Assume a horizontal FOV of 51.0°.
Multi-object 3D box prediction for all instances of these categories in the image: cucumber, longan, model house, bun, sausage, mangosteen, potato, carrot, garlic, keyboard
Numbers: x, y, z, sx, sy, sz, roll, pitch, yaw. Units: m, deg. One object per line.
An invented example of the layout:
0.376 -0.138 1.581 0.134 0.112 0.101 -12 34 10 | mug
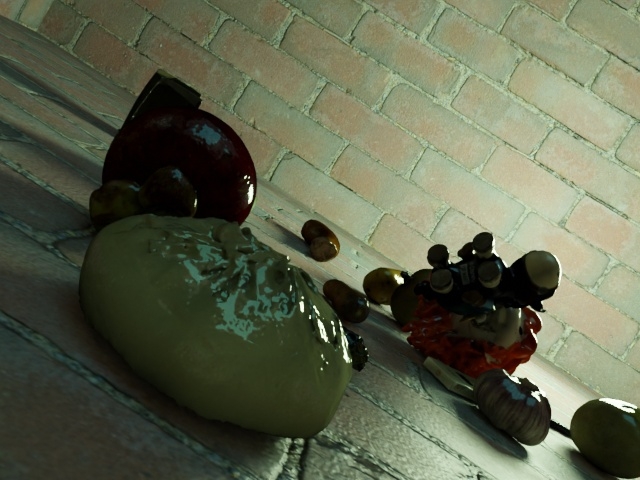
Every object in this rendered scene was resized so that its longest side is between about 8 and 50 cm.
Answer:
-0.005 0.130 1.002 0.181 0.053 0.053 33 6 22 | cucumber
0.241 0.138 1.621 0.176 0.155 0.145 46 -31 -19 | longan
-0.424 -0.339 1.845 0.204 0.211 0.243 31 6 -28 | model house
-0.083 0.065 0.655 0.287 0.146 0.287 34 7 -5 | bun
0.004 0.002 1.922 0.102 0.076 0.302 32 6 -11 | sausage
-0.209 -0.066 0.920 0.215 0.215 0.258 32 41 -1 | mangosteen
0.629 0.423 1.435 0.178 0.160 0.235 63 5 26 | potato
0.050 0.117 1.336 0.060 0.060 0.186 30 3 -20 | carrot
0.356 0.296 1.234 0.147 0.102 0.159 22 14 -21 | garlic
0.519 0.412 1.567 0.195 0.018 0.060 30 4 -25 | keyboard

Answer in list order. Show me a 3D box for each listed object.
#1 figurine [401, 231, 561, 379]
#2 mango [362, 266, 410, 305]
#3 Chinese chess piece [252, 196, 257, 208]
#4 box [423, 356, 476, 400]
0.342 0.136 1.413 0.306 0.412 0.241 -10 52 -12 | figurine
0.168 0.116 1.715 0.178 0.115 0.090 18 57 -54 | mango
-0.241 -0.133 1.839 0.144 0.059 0.144 32 5 -3 | Chinese chess piece
0.284 0.286 1.334 0.166 0.024 0.090 29 8 -36 | box
